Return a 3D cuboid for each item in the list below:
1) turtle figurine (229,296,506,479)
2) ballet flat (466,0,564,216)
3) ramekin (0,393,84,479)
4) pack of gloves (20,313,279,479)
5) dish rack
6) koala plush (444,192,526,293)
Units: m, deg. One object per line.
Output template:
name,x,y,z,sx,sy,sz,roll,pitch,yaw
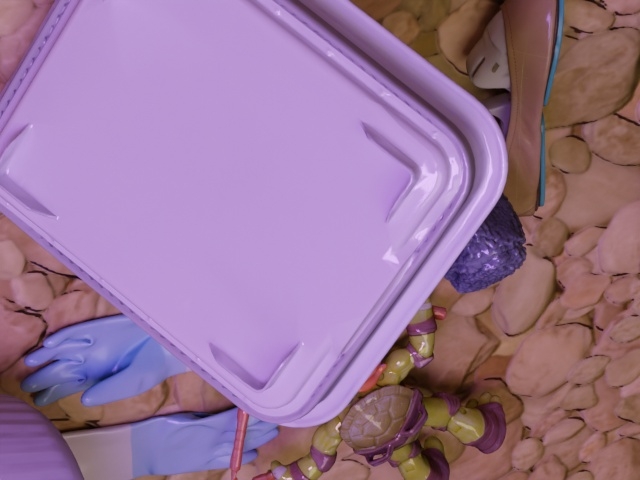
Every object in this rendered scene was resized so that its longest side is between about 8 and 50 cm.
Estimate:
turtle figurine,0.066,0.138,1.682,0.217,0.087,0.269,28,103,-44
ballet flat,0.143,-0.110,1.529,0.073,0.080,0.232,-2,128,-3
ramekin,-0.270,0.237,1.510,0.127,0.273,0.272,-7,130,-34
pack of gloves,-0.130,0.140,1.630,0.232,0.046,0.195,-11,130,-15
dish rack,-0.071,-0.050,1.335,0.285,0.333,0.072,-55,171,22
koala plush,0.000,0.000,1.505,0.196,0.203,0.221,-9,151,-43
